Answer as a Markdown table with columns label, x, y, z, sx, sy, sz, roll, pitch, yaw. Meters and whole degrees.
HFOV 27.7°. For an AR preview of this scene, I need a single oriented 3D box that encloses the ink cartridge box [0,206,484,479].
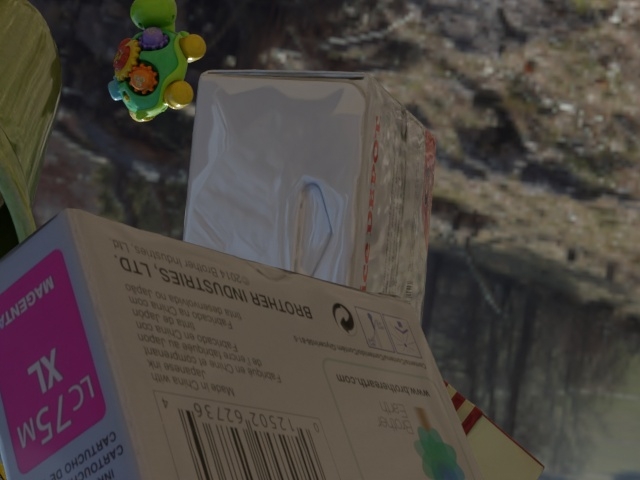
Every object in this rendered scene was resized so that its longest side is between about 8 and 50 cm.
| label | x | y | z | sx | sy | sz | roll | pitch | yaw |
| --- | --- | --- | --- | --- | --- | --- | --- | --- | --- |
| ink cartridge box | 0.012 | 0.147 | 0.384 | 0.065 | 0.311 | 0.186 | -38 | 149 | 25 |

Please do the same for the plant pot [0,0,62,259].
| label | x | y | z | sx | sy | sz | roll | pitch | yaw |
| --- | --- | --- | --- | --- | --- | --- | --- | --- | --- |
| plant pot | -0.287 | -0.067 | 0.854 | 0.276 | 0.254 | 0.276 | 3 | 122 | 5 |

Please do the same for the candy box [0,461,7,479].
| label | x | y | z | sx | sy | sz | roll | pitch | yaw |
| --- | --- | --- | --- | --- | --- | --- | --- | --- | --- |
| candy box | -0.156 | 0.224 | 0.705 | 0.027 | 0.205 | 0.105 | -33 | 180 | 23 |

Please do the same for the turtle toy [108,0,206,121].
| label | x | y | z | sx | sy | sz | roll | pitch | yaw |
| --- | --- | --- | --- | --- | --- | --- | --- | --- | --- |
| turtle toy | -0.159 | -0.174 | 1.226 | 0.066 | 0.130 | 0.095 | 23 | 160 | -32 |

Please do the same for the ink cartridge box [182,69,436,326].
| label | x | y | z | sx | sy | sz | roll | pitch | yaw |
| --- | --- | --- | --- | --- | --- | --- | --- | --- | --- |
| ink cartridge box | 0.000 | 0.000 | 0.789 | 0.100 | 0.171 | 0.237 | 4 | 178 | 14 |

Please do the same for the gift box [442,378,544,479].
| label | x | y | z | sx | sy | sz | roll | pitch | yaw |
| --- | --- | --- | --- | --- | --- | --- | --- | --- | --- |
| gift box | 0.040 | 0.286 | 1.321 | 0.255 | 0.258 | 0.276 | 39 | 154 | 7 |
